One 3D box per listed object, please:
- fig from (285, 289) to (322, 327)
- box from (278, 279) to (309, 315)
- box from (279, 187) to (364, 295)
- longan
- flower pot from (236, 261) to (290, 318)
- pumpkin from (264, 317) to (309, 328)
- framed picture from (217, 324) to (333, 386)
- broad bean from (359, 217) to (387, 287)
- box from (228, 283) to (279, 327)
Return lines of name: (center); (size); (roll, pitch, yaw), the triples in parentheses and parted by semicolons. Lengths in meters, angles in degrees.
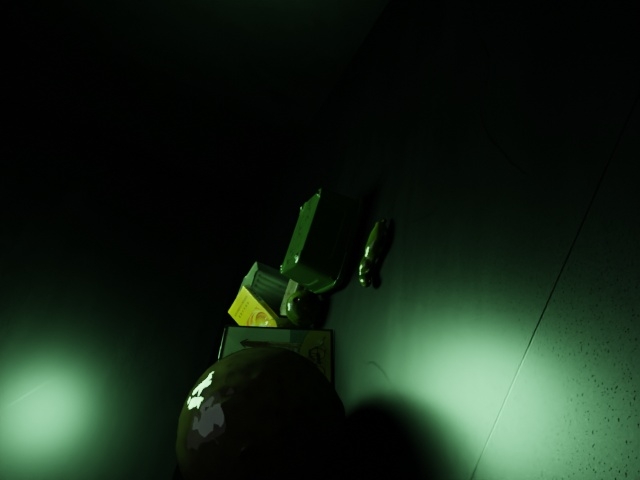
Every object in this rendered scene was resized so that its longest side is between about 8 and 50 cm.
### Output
fig: (-0.060, 0.228, 1.727); (0.156, 0.123, 0.123); (132, 157, -74)
box: (-0.091, 0.201, 1.975); (0.141, 0.058, 0.201); (-25, 46, 68)
box: (0.000, 0.000, 1.721); (0.252, 0.177, 0.329); (-33, 37, 62)
longan: (-0.127, 0.432, 1.152); (0.391, 0.390, 0.391); (-58, 18, 31)
flower pot: (-0.232, 0.227, 2.169); (0.209, 0.189, 0.239); (-63, 16, 9)
pumpkin: (-0.153, 0.418, 1.752); (0.317, 0.139, 0.221); (-71, 19, -2)
framed picture: (-0.125, 0.335, 1.447); (0.244, 0.323, 0.013); (-89, 2, -52)
broad bean: (0.146, 0.030, 1.424); (0.070, 0.048, 0.214); (-32, 39, 65)
box: (-0.235, 0.315, 1.984); (0.043, 0.269, 0.152); (-13, -40, -54)
